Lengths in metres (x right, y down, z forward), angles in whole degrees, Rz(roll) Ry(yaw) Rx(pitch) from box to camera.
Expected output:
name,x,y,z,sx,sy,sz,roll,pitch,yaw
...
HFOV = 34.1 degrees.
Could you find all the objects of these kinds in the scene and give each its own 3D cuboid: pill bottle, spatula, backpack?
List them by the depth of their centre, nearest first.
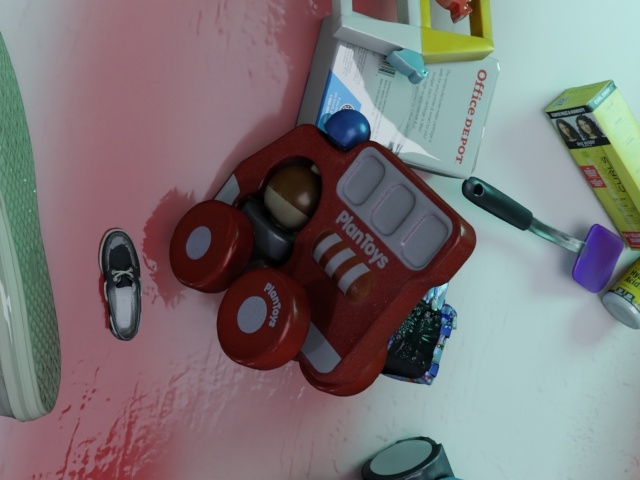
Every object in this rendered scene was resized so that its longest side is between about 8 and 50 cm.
name,x,y,z,sx,sy,sz,roll,pitch,yaw
backpack,0.086,0.067,1.219,0.117,0.158,0.173,26,75,-28
spatula,0.282,-0.012,1.311,0.296,0.030,0.084,25,88,-30
pill bottle,0.433,0.056,1.378,0.116,0.065,0.065,-45,107,-10

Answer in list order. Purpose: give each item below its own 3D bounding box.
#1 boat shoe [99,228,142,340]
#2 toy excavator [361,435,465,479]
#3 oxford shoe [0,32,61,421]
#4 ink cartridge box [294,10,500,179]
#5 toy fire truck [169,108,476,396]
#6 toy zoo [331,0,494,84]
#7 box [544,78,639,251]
name,x,y,z,sx,sy,sz,roll,pitch,yaw
boat shoe,-0.221,0.050,1.165,0.046,0.038,0.125,-1,96,-19
toy excavator,0.060,0.428,1.085,0.433,0.445,0.222,-23,102,-16
oxford shoe,-0.358,-0.030,1.056,0.130,0.169,0.449,-5,98,2
ink cartridge box,0.090,-0.167,1.226,0.203,0.086,0.148,15,90,-20
toy fire truck,0.000,0.000,1.095,0.254,0.302,0.169,-50,138,12
toy zoo,0.101,-0.314,1.187,0.192,0.030,0.293,4,73,-23
box,0.385,-0.092,1.333,0.058,0.087,0.232,-43,109,-21
